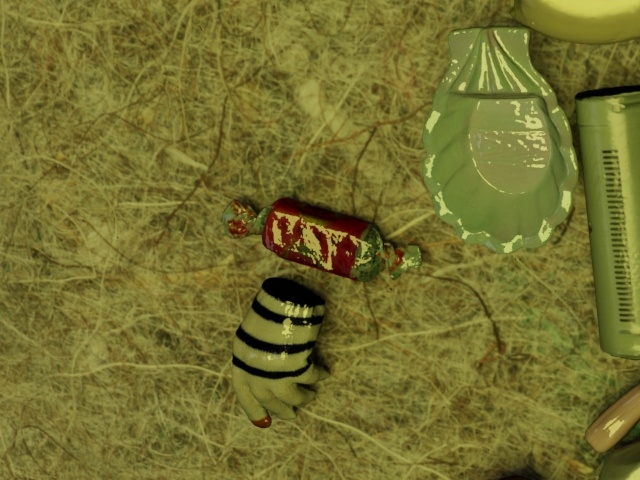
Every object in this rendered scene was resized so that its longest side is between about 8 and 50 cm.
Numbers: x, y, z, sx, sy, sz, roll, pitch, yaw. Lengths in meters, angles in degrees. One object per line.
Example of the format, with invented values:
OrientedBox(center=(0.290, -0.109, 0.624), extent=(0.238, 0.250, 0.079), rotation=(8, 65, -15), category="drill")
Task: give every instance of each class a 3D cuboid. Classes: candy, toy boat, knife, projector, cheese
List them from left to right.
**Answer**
OrientedBox(center=(0.001, -0.001, 1.772), extent=(0.292, 0.059, 0.086), rotation=(17, 107, 13), category="candy")
OrientedBox(center=(0.230, -0.132, 1.626), extent=(0.199, 0.100, 0.290), rotation=(2, 114, 20), category="toy boat")
OrientedBox(center=(0.324, -0.366, 1.520), extent=(0.233, 0.127, 0.266), rotation=(-5, 106, 17), category="cheese")
OrientedBox(center=(0.386, -0.024, 1.607), extent=(0.108, 0.108, 0.338), rotation=(-4, 104, 20), category="projector")
OrientedBox(center=(0.439, 0.162, 1.621), extent=(0.043, 0.081, 0.336), rotation=(48, 130, 18), category="knife")

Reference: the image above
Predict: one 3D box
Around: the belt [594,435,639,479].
OrientedBox(center=(0.559, 0.382, 1.635), extent=(0.436, 0.173, 0.300), rotation=(11, 100, 12), category="belt")

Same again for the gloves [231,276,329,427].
OrientedBox(center=(-0.064, 0.169, 1.809), extent=(0.140, 0.131, 0.219), rotation=(21, 102, 15), category="gloves")

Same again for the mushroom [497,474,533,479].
OrientedBox(center=(0.247, 0.452, 1.722), extent=(0.254, 0.267, 0.267), rotation=(6, 107, 17), category="mushroom")
